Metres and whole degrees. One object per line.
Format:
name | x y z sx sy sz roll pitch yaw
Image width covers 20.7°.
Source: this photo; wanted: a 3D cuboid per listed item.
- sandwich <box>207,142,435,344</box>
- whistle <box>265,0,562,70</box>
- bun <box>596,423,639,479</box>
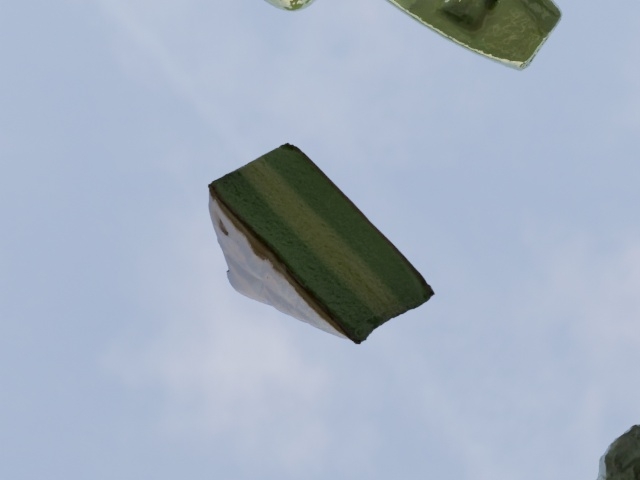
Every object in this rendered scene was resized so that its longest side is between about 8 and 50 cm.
sandwich | 0.000 0.000 1.029 0.074 0.074 0.116 -31 -146 -31
whistle | -0.015 -0.182 0.899 0.294 0.141 0.141 41 -101 11
bun | 0.264 0.221 1.188 0.204 0.212 0.126 42 -106 -1
